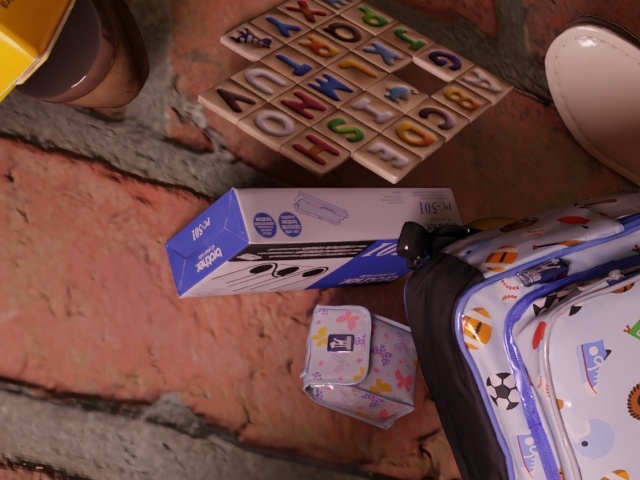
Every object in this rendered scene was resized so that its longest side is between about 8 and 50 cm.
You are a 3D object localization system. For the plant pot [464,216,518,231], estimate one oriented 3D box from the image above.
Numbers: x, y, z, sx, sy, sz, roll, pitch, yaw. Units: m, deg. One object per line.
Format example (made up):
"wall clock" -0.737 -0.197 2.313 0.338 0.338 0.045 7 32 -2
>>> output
"plant pot" 0.142 0.034 1.031 0.134 0.134 0.095 32 19 -21

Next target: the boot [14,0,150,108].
"boot" -0.220 -0.219 0.912 0.305 0.112 0.115 61 15 13

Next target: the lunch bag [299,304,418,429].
"lunch bag" 0.028 0.090 0.946 0.083 0.053 0.071 23 52 -17

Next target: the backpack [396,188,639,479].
"backpack" 0.221 0.084 0.899 0.263 0.213 0.276 -24 109 -19

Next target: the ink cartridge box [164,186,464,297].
"ink cartridge box" 0.000 0.000 0.941 0.207 0.097 0.046 -3 68 -40

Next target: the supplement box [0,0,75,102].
"supplement box" -0.310 -0.198 0.660 0.356 0.194 0.195 36 40 -23

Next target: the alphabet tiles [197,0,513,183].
"alphabet tiles" 0.019 -0.128 1.028 0.198 0.009 0.237 33 41 18

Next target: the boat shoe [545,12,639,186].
"boat shoe" 0.344 -0.117 1.280 0.324 0.117 0.096 38 43 -21
